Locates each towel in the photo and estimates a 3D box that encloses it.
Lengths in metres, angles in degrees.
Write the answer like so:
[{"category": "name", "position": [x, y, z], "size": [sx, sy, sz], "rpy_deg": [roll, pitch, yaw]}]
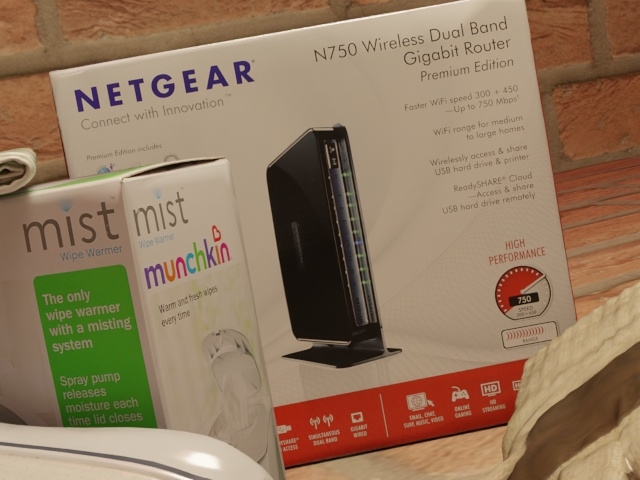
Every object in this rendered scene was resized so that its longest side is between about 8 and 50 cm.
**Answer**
[{"category": "towel", "position": [-0.209, -0.029, 0.644], "size": [0.113, 0.023, 0.152], "rpy_deg": [-12, 8, -12]}]

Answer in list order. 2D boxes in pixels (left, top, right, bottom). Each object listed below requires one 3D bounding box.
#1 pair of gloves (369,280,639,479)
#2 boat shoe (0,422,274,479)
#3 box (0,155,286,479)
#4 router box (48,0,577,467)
[{"category": "pair of gloves", "position": [0.040, 0.106, 0.393], "size": [0.240, 0.042, 0.204], "rpy_deg": [-40, -1, 12]}, {"category": "boat shoe", "position": [-0.204, 0.169, 0.548], "size": [0.367, 0.135, 0.156], "rpy_deg": [-1, 19, 21]}, {"category": "box", "position": [-0.169, 0.085, 0.682], "size": [0.262, 0.231, 0.127], "rpy_deg": [-7, 7, 23]}, {"category": "router box", "position": [0.000, 0.000, 0.860], "size": [0.335, 0.301, 0.082], "rpy_deg": [-11, 5, -4]}]
